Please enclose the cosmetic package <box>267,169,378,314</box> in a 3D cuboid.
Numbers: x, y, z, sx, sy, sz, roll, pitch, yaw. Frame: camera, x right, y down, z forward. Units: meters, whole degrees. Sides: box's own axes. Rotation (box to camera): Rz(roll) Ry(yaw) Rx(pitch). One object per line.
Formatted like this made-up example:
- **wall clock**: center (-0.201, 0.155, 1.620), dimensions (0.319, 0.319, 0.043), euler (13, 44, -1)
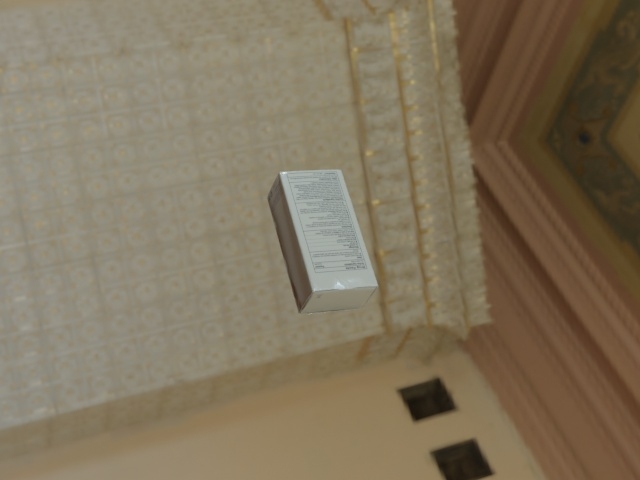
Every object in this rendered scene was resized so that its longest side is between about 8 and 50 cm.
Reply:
- **cosmetic package**: center (0.000, 0.000, 0.859), dimensions (0.041, 0.060, 0.115), euler (121, -39, -53)
